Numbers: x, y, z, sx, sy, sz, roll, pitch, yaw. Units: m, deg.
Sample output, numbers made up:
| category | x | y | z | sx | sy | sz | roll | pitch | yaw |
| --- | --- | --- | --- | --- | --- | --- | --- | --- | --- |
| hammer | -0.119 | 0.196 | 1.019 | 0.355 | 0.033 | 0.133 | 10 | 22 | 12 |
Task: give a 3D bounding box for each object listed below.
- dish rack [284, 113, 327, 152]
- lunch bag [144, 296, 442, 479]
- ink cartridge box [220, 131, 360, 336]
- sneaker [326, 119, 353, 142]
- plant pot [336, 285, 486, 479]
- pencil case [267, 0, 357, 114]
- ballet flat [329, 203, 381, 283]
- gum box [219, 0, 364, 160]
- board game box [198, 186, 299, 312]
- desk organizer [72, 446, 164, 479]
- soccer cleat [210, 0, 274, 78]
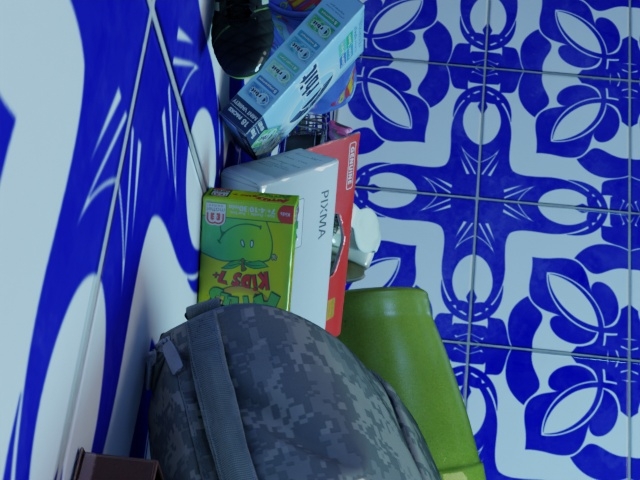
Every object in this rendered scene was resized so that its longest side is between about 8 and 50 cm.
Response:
| category | x | y | z | sx | sy | sz | roll | pitch | yaw |
| --- | --- | --- | --- | --- | --- | --- | --- | --- | --- |
| dish rack | -0.024 | -0.149 | 1.844 | 0.271 | 0.074 | 0.208 | -80 | 176 | -57 |
| lunch bag | -0.015 | 0.215 | 0.771 | 0.256 | 0.213 | 0.305 | 59 | 7 | -45 |
| ink cartridge box | -0.017 | 0.035 | 1.224 | 0.261 | 0.066 | 0.296 | -23 | 124 | -48 |
| sneaker | 0.027 | -0.175 | 1.805 | 0.119 | 0.047 | 0.057 | -71 | 180 | -69 |
| plant pot | 0.072 | 0.259 | 1.607 | 0.366 | 0.367 | 0.352 | 78 | 7 | -81 |
| pencil case | -0.017 | -0.270 | 1.301 | 0.119 | 0.133 | 0.306 | -47 | 167 | -12 |
| ballet flat | 0.000 | 0.000 | 1.542 | 0.483 | 0.182 | 0.164 | 83 | 12 | -78 |
| gum box | -0.027 | -0.177 | 1.119 | 0.184 | 0.041 | 0.157 | -49 | 174 | -3 |
| board game box | -0.075 | 0.042 | 1.034 | 0.043 | 0.092 | 0.181 | -76 | 171 | -73 |
| desk organizer | -0.128 | 0.186 | 0.674 | 0.130 | 0.050 | 0.047 | 91 | 5 | -57 |
| soccer cleat | -0.075 | -0.232 | 0.935 | 0.072 | 0.060 | 0.178 | 68 | 19 | -62 |
